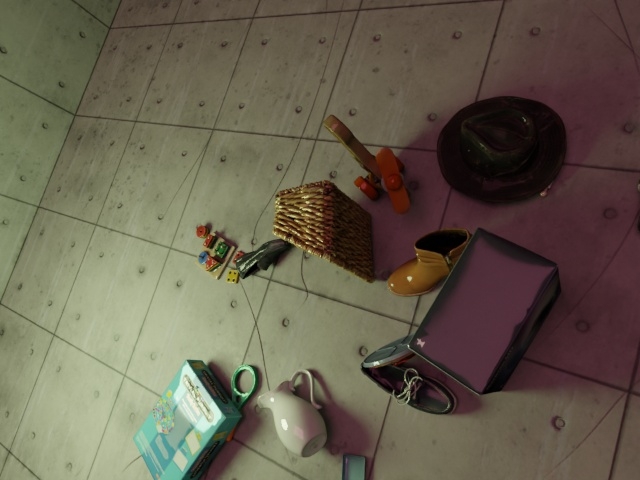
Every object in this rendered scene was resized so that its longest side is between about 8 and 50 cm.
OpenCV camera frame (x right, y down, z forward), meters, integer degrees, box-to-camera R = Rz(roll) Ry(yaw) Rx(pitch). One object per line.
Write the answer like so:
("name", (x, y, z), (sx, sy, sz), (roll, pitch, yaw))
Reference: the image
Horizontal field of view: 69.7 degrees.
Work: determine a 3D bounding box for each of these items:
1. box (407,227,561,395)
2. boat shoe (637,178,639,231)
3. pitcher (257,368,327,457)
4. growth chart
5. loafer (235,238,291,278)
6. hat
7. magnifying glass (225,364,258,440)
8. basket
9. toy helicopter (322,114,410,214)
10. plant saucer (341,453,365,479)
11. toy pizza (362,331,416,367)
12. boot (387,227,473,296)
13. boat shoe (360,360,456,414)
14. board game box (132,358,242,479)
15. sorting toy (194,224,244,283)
("box", (0.377, 0.170, 1.020), (0.182, 0.294, 0.296), (31, 92, 33))
("boat shoe", (0.764, -0.121, 1.035), (0.079, 0.084, 0.233), (19, 92, 70))
("pitcher", (-0.056, 0.474, 1.282), (0.178, 0.125, 0.207), (-44, 46, -7))
("growth chart", (0.519, -0.223, 1.222), (0.237, 0.021, 0.172), (32, 92, 32))
("loafer", (-0.182, 0.060, 1.499), (0.223, 0.076, 0.078), (-27, 69, 25))
("hat", (0.448, -0.259, 1.183), (0.331, 0.134, 0.332), (-8, 74, 28))
("magnifying glass", (-0.256, 0.503, 1.430), (0.092, 0.026, 0.231), (12, 82, 31))
("basket", (0.000, 0.000, 1.278), (0.213, 0.299, 0.223), (-10, 70, 27))
("toy helicopter", (0.132, -0.206, 1.235), (0.140, 0.355, 0.235), (-46, 42, 9))
("plant saucer", (0.085, 0.662, 1.196), (0.067, 0.018, 0.192), (-5, 74, 28))
("toy pizza", (0.200, 0.278, 1.150), (0.201, 0.201, 0.032), (-28, 83, 19))
("boot", (0.271, 0.057, 1.156), (0.283, 0.220, 0.109), (-16, 68, 24))
("boat shoe", (0.218, 0.368, 1.174), (0.254, 0.079, 0.095), (25, 89, 33))
("board game box", (-0.426, 0.591, 1.451), (0.253, 0.079, 0.336), (40, 99, 35))
("sorting toy", (-0.377, 0.053, 1.623), (0.274, 0.046, 0.132), (31, 91, 32))
